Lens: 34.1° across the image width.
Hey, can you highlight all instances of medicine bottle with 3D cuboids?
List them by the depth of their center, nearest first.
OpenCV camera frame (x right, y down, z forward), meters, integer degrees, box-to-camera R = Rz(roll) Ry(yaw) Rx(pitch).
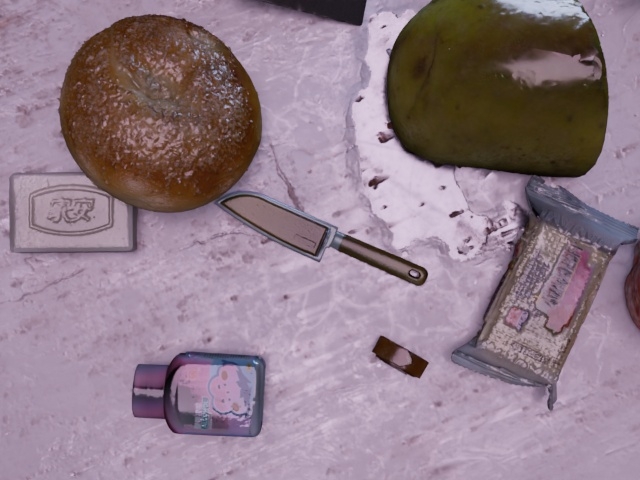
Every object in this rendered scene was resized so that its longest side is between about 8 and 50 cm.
[{"bbox_3d":[-0.178,0.224,1.535,0.188,0.094,0.119,3,88,-1],"label":"medicine bottle"}]

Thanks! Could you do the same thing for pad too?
[{"bbox_3d":[-0.023,-0.419,1.592,0.211,0.003,0.143,12,87,-15],"label":"pad"}]

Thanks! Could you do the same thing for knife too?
[{"bbox_3d":[0.000,0.001,1.584,0.343,0.027,0.061,24,91,1],"label":"knife"}]

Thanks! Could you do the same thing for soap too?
[{"bbox_3d":[-0.368,-0.042,1.563,0.183,0.064,0.121,-1,86,-2],"label":"soap"}]

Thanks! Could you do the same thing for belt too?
[{"bbox_3d":[0.119,0.176,1.559,0.083,0.059,0.036,29,86,0],"label":"belt"}]

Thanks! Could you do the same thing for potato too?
[{"bbox_3d":[0.240,-0.242,1.509,0.280,0.213,0.330,-10,86,-2],"label":"potato"}]

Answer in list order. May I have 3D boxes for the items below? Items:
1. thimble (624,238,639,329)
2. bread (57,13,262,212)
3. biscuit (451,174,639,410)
[{"bbox_3d":[0.573,0.064,1.519,0.239,0.162,0.239,0,88,-1],"label":"thimble"},{"bbox_3d":[-0.230,-0.191,1.504,0.305,0.159,0.306,3,74,-9],"label":"bread"},{"bbox_3d":[0.332,0.077,1.559,0.186,0.079,0.309,27,88,-1],"label":"biscuit"}]
